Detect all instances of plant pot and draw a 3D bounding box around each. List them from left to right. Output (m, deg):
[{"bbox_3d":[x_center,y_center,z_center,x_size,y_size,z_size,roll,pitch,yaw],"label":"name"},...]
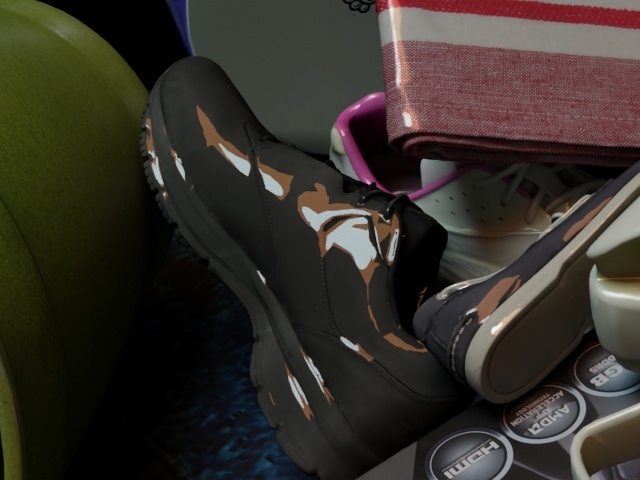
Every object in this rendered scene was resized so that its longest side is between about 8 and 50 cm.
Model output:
[{"bbox_3d":[-0.250,0.015,0.899,0.367,0.366,0.353,-2,19,20],"label":"plant pot"}]

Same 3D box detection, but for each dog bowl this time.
[{"bbox_3d":[0.025,-0.191,1.093,0.265,0.265,0.104,-20,40,-2],"label":"dog bowl"}]

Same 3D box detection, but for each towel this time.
[{"bbox_3d":[0.135,-0.186,0.950,0.237,0.037,0.329,3,62,-17],"label":"towel"}]

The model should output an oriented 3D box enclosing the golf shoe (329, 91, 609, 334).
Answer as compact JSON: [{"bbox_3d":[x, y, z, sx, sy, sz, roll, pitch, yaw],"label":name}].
[{"bbox_3d":[0.126,-0.002,0.929,0.306,0.140,0.115,13,47,32],"label":"golf shoe"}]

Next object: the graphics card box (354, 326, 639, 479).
[{"bbox_3d":[0.167,0.200,0.703,0.233,0.094,0.371,-30,39,-17],"label":"graphics card box"}]

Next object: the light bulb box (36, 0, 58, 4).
[{"bbox_3d":[-0.138,-0.341,1.259,0.361,0.225,0.358,-20,6,-1],"label":"light bulb box"}]

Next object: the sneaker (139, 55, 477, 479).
[{"bbox_3d":[0.000,0.000,0.920,0.130,0.109,0.286,-38,68,18],"label":"sneaker"}]

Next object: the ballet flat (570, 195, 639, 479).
[{"bbox_3d":[0.193,0.061,0.683,0.182,0.164,0.482,-16,36,23],"label":"ballet flat"}]

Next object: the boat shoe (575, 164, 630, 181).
[{"bbox_3d":[0.287,-0.080,0.993,0.285,0.103,0.092,-3,50,19],"label":"boat shoe"}]

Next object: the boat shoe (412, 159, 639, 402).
[{"bbox_3d":[0.132,0.001,0.836,0.206,0.075,0.065,-38,43,-24],"label":"boat shoe"}]
